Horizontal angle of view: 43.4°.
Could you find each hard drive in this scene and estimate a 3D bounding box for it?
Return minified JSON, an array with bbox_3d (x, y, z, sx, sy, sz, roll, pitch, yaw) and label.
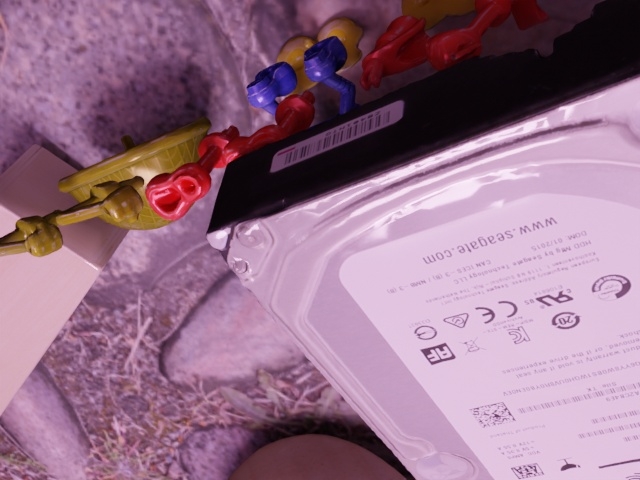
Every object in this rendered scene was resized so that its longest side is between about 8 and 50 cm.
[{"bbox_3d":[0.133,0.057,0.414,0.237,0.064,0.339,-19,129,24],"label":"hard drive"}]

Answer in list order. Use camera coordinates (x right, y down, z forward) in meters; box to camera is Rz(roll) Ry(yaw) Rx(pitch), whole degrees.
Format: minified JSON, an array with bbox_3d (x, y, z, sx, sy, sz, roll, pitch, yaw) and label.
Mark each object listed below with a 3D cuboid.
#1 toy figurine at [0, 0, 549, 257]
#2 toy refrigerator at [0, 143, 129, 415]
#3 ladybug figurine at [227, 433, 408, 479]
[{"bbox_3d":[0.000,0.000,0.523,0.362,0.191,0.217,-20,115,26],"label":"toy figurine"},{"bbox_3d":[-0.268,0.054,0.687,0.102,0.094,0.269,34,123,-11],"label":"toy refrigerator"},{"bbox_3d":[0.004,0.396,0.670,0.305,0.162,0.449,-12,90,31],"label":"ladybug figurine"}]
